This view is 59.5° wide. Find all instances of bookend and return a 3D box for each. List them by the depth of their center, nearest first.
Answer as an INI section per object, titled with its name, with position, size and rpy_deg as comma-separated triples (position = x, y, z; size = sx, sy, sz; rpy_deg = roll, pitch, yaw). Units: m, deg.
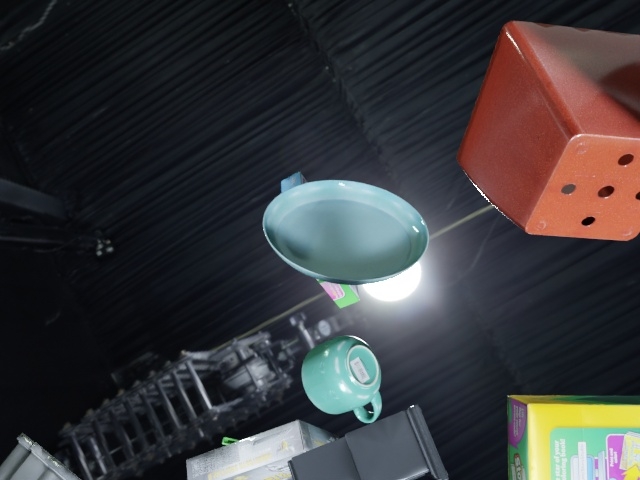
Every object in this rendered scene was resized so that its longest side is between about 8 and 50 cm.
[bookend]
position = 0.040, 0.241, 0.593
size = 0.157, 0.156, 0.072
rpy_deg = 81, 168, -69

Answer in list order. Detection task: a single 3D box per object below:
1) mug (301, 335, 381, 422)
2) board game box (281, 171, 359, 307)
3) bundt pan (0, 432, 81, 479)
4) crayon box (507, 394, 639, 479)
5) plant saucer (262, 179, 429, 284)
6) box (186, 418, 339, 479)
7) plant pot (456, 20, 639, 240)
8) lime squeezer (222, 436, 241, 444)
[mug]
position = 0.056, 0.244, 1.013
size = 0.157, 0.097, 0.130
rpy_deg = 28, -131, -27
[board game box]
position = 0.000, 0.000, 1.550
size = 0.317, 0.064, 0.242
rpy_deg = 53, -159, -37
[bundt pan]
position = -0.269, 0.378, 0.636
size = 0.330, 0.124, 0.331
rpy_deg = 26, 142, 22
[crayon box]
position = 0.517, 0.478, 1.036
size = 0.106, 0.312, 0.363
rpy_deg = 115, 157, -84
[plant saucer]
position = 0.048, -0.015, 1.080
size = 0.318, 0.317, 0.044
rpy_deg = -114, 23, -49
[box]
position = -0.095, 0.401, 1.016
size = 0.183, 0.230, 0.056
rpy_deg = 47, -157, -54
[plant pot]
position = 0.397, -0.148, 0.863
size = 0.236, 0.267, 0.268
rpy_deg = -93, 9, -46
[lime squeezer]
position = -0.051, 0.452, 1.204
size = 0.110, 0.310, 0.059
rpy_deg = 56, -148, -66
